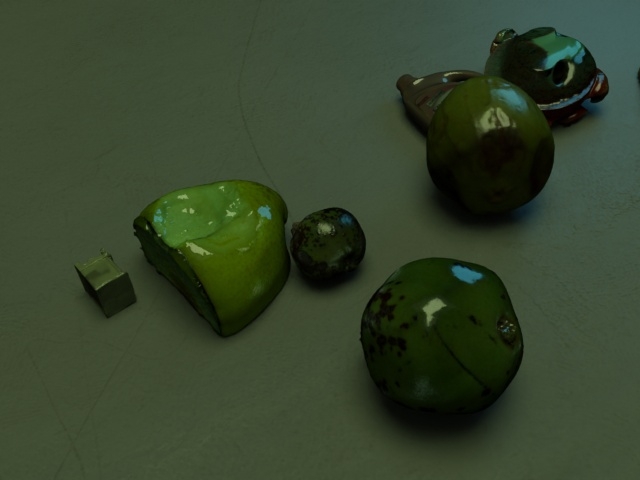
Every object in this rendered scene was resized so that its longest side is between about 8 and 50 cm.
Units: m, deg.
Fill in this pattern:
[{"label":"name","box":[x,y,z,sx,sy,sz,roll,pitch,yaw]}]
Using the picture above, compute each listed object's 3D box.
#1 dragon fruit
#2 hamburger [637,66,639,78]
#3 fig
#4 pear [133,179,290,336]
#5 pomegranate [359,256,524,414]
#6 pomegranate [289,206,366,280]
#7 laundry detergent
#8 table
[{"label":"dragon fruit","box":[0.475,-0.353,1.780,0.295,0.130,0.268,-36,50,-27]},{"label":"hamburger","box":[0.758,-0.350,1.758,0.124,0.131,0.262,3,42,5]},{"label":"fig","box":[0.312,-0.188,1.545,0.239,0.239,0.271,2,54,4]},{"label":"pear","box":[-0.164,-0.004,1.453,0.292,0.159,0.292,0,45,0]},{"label":"pomegranate","box":[0.171,0.144,1.252,0.270,0.254,0.254,-1,40,38]},{"label":"pomegranate","box":[0.007,0.010,1.472,0.138,0.163,0.125,-33,94,-23]},{"label":"laundry detergent","box":[0.271,-0.298,1.741,0.171,0.076,0.237,-36,51,-1]},{"label":"table","box":[-0.373,0.072,1.440,0.062,0.079,0.083,-33,52,-24]}]
